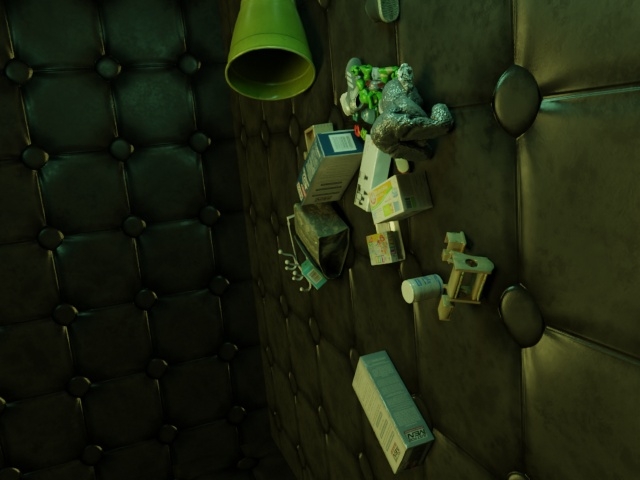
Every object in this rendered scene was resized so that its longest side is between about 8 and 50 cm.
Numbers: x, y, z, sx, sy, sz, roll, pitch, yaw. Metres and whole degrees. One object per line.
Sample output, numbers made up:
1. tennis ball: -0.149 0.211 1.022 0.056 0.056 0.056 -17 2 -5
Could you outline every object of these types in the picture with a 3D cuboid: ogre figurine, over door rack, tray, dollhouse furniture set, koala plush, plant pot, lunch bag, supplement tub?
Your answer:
1. ogre figurine: 0.174 -0.472 1.664 0.196 0.097 0.118 9 122 22
2. over door rack: -0.124 0.062 2.691 0.239 0.108 0.325 -131 37 -53
3. tray: 0.219 -0.059 1.838 0.145 0.030 0.271 158 101 -68
4. dollhouse furniture set: 0.378 0.097 1.449 0.161 0.101 0.182 -86 2 -52
5. koala plush: 0.225 -0.360 1.494 0.196 0.203 0.222 122 146 -60
6. plant pot: -0.208 -0.832 2.242 0.366 0.366 0.353 135 135 -65
7. lunch bag: 0.000 0.000 2.259 0.287 0.168 0.235 90 155 -45
8. supplement tub: 0.302 0.141 1.595 0.071 0.107 0.071 171 90 -69

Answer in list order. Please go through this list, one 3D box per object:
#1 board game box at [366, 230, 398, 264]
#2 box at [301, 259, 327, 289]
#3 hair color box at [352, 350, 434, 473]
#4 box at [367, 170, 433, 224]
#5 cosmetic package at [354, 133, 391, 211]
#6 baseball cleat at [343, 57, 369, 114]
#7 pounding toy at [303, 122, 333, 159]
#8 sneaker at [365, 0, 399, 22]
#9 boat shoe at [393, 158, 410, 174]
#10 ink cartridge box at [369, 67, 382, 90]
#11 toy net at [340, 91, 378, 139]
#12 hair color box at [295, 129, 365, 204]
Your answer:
1. board game box: 0.206 0.027 1.825 0.154 0.026 0.104 162 97 -69
2. box: -0.030 0.140 2.380 0.100 0.060 0.244 47 -178 -6
3. hair color box: 0.248 0.605 1.940 0.375 0.113 0.186 -118 27 -42
4. box: 0.237 -0.127 1.651 0.203 0.103 0.114 152 107 -68
5. cosmetic package: 0.174 -0.221 1.784 0.099 0.060 0.239 37 123 58
6. baseball cleat: 0.128 -0.518 1.792 0.109 0.072 0.206 -12 72 59
7. pounding toy: -0.001 -0.364 2.198 0.206 0.094 0.181 -176 76 -73
8. sneaker: 0.169 -0.752 1.583 0.118 0.083 0.222 -143 46 -62
9. boat shoe: 0.244 -0.267 1.660 0.043 0.049 0.137 18 -125 -68
10. ink cartridge box: 0.179 -0.510 1.741 0.048 0.028 0.083 -133 38 -58
11. toy net: 0.130 -0.440 1.887 0.232 0.045 0.122 -124 30 -51
12. hair color box: 0.032 -0.268 2.032 0.347 0.173 0.105 121 136 -60
